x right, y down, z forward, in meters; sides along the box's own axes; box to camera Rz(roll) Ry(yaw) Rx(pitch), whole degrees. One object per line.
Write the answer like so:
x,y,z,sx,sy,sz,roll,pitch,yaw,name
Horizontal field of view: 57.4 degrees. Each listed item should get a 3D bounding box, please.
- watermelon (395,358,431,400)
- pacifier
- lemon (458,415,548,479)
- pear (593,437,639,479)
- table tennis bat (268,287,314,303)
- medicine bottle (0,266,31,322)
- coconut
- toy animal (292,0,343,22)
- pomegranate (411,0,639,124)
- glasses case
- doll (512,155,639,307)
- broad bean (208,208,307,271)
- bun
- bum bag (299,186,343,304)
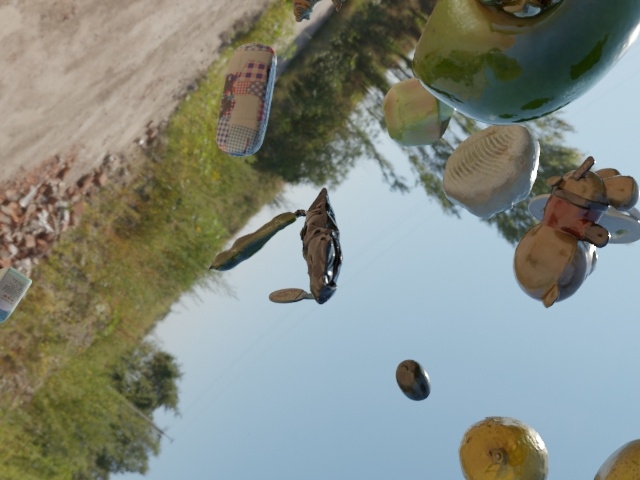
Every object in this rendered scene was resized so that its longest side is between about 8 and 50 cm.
0.226,0.342,1.417,0.078,0.111,0.078,-27,-176,2,watermelon
0.644,-0.017,1.434,0.227,0.279,0.207,97,14,-79,pacifier
0.522,0.631,1.677,0.253,0.253,0.310,-49,150,3,lemon
0.676,0.543,1.158,0.294,0.294,0.294,-47,-171,10,pear
-0.073,0.158,1.661,0.155,0.019,0.100,0,-164,20,table tennis bat
-0.570,0.110,1.024,0.074,0.055,0.118,-17,-139,37,medicine bottle
0.316,-0.411,1.841,0.236,0.204,0.236,-11,-145,8,coconut
0.021,-0.551,1.202,0.057,0.099,0.241,-82,-162,-54,toy animal
0.262,-0.268,0.676,0.310,0.216,0.358,-54,177,21,pomegranate
-0.193,-0.373,1.536,0.076,0.125,0.327,51,43,-68,glasses case
0.535,-0.017,1.268,0.235,0.174,0.330,-82,-166,-74,doll
-0.168,0.004,1.566,0.318,0.056,0.098,-28,156,7,broad bean
0.581,-0.230,1.949,0.354,0.194,0.354,-32,-145,25,bun
0.000,0.000,1.333,0.340,0.095,0.144,-92,-173,-60,bum bag
